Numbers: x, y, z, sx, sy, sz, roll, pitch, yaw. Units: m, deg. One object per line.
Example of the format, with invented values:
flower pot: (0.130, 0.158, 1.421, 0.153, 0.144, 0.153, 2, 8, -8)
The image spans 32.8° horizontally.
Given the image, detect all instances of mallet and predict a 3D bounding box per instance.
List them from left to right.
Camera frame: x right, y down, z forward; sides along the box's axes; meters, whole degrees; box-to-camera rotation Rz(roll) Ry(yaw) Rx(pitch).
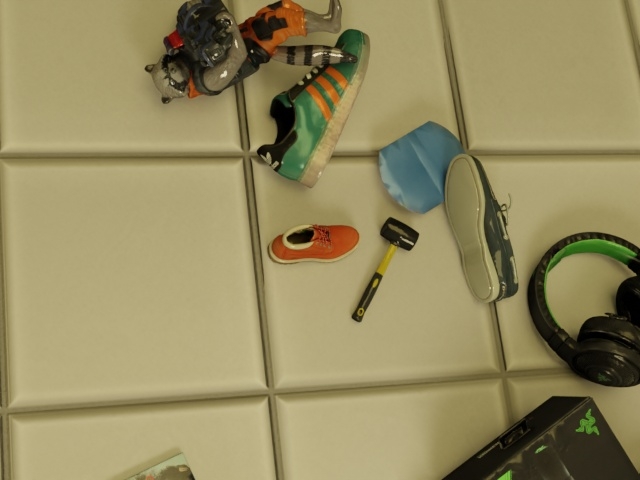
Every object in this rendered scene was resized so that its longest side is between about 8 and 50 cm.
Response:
mallet: (0.092, 0.045, 1.794, 0.062, 0.039, 0.189, 37, 69, -3)

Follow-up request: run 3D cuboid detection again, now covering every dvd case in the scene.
dvd case: (-0.238, 0.375, 1.592, 0.119, 0.013, 0.087, -22, 79, -21)

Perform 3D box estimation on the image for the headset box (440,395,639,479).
headset box: (0.359, 0.403, 1.662, 0.246, 0.131, 0.283, -32, 92, -17)

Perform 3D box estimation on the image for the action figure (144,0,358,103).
action figure: (-0.117, -0.298, 1.729, 0.330, 0.341, 0.178, -20, 117, 4)

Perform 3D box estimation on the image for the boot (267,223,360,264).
boot: (0.000, 0.000, 1.754, 0.158, 0.084, 0.059, -10, 73, -21)

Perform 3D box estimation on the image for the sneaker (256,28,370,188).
sneaker: (-0.010, -0.242, 1.819, 0.121, 0.108, 0.302, 26, 68, -12)

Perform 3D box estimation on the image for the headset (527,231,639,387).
headset: (0.533, 0.141, 1.810, 0.243, 0.185, 0.394, -40, 75, -24)

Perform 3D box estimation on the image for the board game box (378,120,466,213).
board game box: (0.175, -0.122, 1.877, 0.169, 0.033, 0.133, -32, 90, -21)

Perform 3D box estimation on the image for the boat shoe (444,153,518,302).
boat shoe: (0.279, -0.024, 1.835, 0.079, 0.095, 0.254, -10, 82, -32)
